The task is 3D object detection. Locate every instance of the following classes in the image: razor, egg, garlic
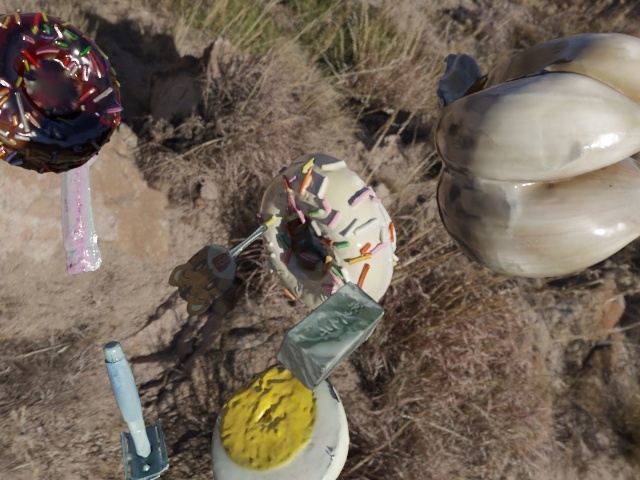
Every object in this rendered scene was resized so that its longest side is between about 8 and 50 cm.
[{"bbox_3d":[-0.173,0.148,0.495,0.040,0.068,0.135,-14,120,-19],"label":"razor"},{"bbox_3d":[-0.066,0.457,1.246,0.201,0.337,0.337,46,41,-52],"label":"egg"},{"bbox_3d":[0.229,-0.094,0.549,0.237,0.292,0.210,-33,125,-23],"label":"garlic"}]

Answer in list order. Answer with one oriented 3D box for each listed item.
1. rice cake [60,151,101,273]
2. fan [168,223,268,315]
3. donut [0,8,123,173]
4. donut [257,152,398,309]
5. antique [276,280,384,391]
[{"bbox_3d":[-0.536,-0.068,1.214,0.081,0.051,0.290,1,94,0],"label":"rice cake"},{"bbox_3d":[-0.194,0.041,1.072,0.152,0.226,0.008,46,-7,43],"label":"fan"},{"bbox_3d":[-0.386,-0.209,0.767,0.235,0.089,0.235,10,78,-52],"label":"donut"},{"bbox_3d":[0.000,0.000,1.207,0.142,0.382,0.383,-26,87,-35],"label":"donut"},{"bbox_3d":[0.023,0.156,0.929,0.088,0.086,0.183,41,51,16],"label":"antique"}]
